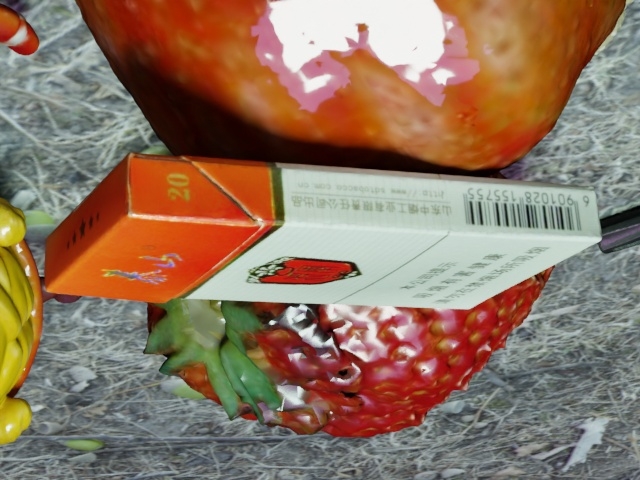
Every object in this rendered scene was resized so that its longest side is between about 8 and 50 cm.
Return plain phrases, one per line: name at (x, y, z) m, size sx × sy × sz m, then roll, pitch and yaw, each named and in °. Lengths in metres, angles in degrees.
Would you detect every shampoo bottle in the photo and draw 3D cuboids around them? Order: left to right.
shampoo bottle at (0.292, -0.021, 1.349) m, size 0.137 × 0.027 × 0.048 m, roll -18°, pitch 161°, yaw 22°

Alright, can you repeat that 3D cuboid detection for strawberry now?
strawberry at (0.029, 0.020, 1.184) m, size 0.288 × 0.250 × 0.238 m, roll -17°, pitch 154°, yaw -36°

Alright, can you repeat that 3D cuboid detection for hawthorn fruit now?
hawthorn fruit at (-0.006, -0.179, 0.816) m, size 0.287 × 0.287 × 0.330 m, roll -17°, pitch 129°, yaw 20°

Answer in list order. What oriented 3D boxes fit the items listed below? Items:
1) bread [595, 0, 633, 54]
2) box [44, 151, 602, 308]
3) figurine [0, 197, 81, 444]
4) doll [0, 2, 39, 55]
bread at (0.129, -0.163, 1.062) m, size 0.182 × 0.039 × 0.251 m, roll 7°, pitch 148°, yaw -20°
box at (0.000, 0.000, 0.816) m, size 0.245 × 0.035 × 0.139 m, roll 3°, pitch 163°, yaw -26°
figurine at (-0.347, 0.053, 1.206) m, size 0.323 × 0.196 × 0.320 m, roll 4°, pitch 111°, yaw 4°
doll at (-0.239, -0.138, 0.982) m, size 0.142 × 0.076 × 0.245 m, roll -5°, pitch 168°, yaw -12°
